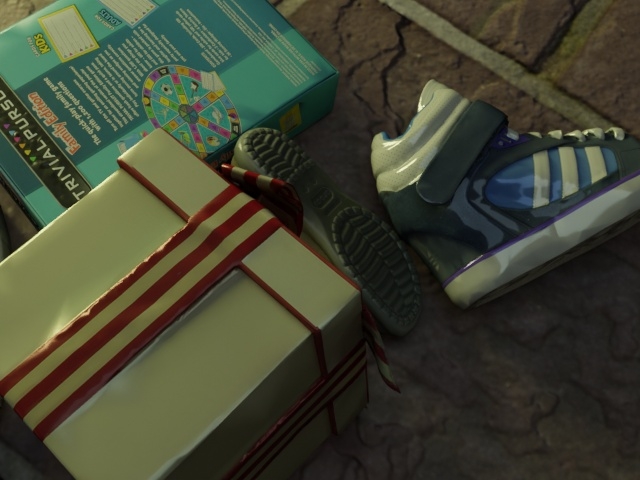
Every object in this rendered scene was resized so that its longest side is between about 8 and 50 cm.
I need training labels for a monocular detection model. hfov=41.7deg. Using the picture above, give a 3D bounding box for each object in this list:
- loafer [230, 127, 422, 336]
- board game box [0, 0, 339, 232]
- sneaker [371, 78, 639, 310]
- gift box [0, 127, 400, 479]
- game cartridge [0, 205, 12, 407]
[{"bbox_3d":[0.000,0.000,0.838,0.251,0.087,0.094,49,44,5],"label":"loafer"},{"bbox_3d":[-0.190,-0.155,0.886,0.336,0.079,0.254,-36,73,-19],"label":"board game box"},{"bbox_3d":[0.211,-0.095,0.863,0.322,0.130,0.236,-27,75,-10],"label":"sneaker"},{"bbox_3d":[-0.090,0.103,0.686,0.276,0.255,0.258,39,70,19],"label":"gift box"},{"bbox_3d":[-0.388,0.086,0.774,0.198,0.062,0.297,-3,66,-2],"label":"game cartridge"}]
